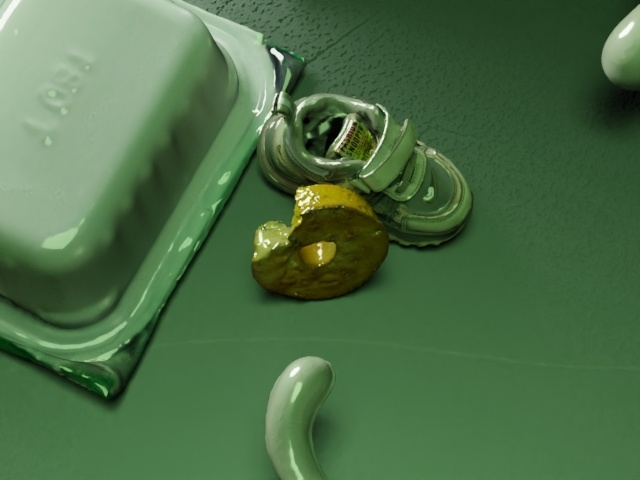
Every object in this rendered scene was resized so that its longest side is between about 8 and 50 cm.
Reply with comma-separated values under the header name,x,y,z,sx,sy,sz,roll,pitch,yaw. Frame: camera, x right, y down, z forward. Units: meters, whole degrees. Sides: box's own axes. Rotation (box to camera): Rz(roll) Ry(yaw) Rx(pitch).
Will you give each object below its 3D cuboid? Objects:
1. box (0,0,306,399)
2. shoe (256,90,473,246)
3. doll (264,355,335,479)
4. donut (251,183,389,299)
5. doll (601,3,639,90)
name,x,y,z,sx,sy,sz,roll,pitch,yaw
box,-0.199,-0.083,1.291,0.264,0.106,0.337,24,71,9
shoe,0.038,-0.067,1.288,0.180,0.092,0.089,23,70,7
doll,-0.003,0.244,1.157,0.237,0.111,0.252,-45,76,0
donut,0.000,0.000,1.263,0.108,0.097,0.043,-36,44,31
doll,0.429,-0.253,1.332,0.365,0.187,0.376,14,80,17
